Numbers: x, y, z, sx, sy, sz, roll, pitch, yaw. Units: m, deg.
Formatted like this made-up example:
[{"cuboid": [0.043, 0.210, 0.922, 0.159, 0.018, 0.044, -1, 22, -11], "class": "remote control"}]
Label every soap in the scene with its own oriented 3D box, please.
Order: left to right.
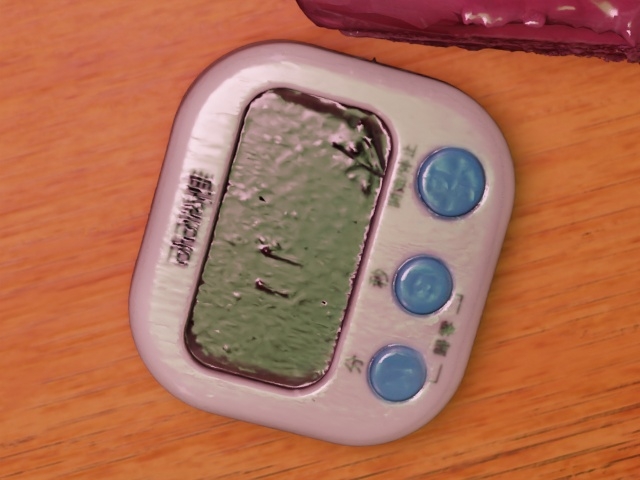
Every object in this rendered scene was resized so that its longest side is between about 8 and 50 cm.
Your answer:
[{"cuboid": [0.135, -0.183, 1.281, 0.325, 0.220, 0.127, 4, 90, -3], "class": "soap"}]

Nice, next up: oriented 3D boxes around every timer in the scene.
[{"cuboid": [0.000, 0.000, 1.364, 0.237, 0.087, 0.262, 15, 98, -6], "class": "timer"}]
